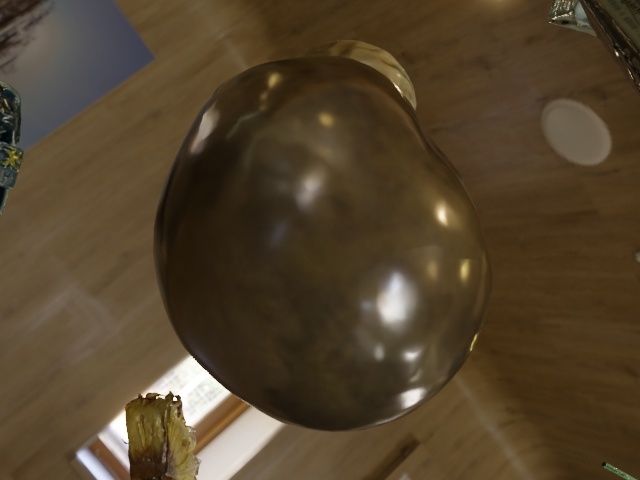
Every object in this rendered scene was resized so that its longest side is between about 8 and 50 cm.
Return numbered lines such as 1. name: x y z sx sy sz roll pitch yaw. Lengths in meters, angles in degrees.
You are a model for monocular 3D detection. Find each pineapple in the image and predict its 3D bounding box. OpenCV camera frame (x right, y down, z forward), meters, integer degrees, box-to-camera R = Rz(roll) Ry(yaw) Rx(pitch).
1. pineapple: -0.186 0.253 0.953 0.116 0.069 0.137 -74 145 -67

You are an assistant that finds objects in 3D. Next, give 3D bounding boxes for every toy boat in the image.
1. toy boat: -0.260 -0.056 0.609 0.061 0.137 0.060 7 -12 34

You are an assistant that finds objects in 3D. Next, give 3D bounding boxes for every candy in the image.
1. candy: 0.480 0.363 1.195 0.202 0.061 0.061 30 -6 -30

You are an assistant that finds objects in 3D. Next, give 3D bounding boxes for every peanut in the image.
1. peanut: -0.021 -0.125 0.794 0.298 0.136 0.120 -1 -77 48

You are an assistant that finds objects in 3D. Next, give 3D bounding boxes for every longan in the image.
1. longan: 0.000 0.000 0.396 0.167 0.167 0.187 110 -20 -70

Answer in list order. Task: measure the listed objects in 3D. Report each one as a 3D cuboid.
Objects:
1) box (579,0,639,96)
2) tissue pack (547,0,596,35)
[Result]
1. box: 0.370 -0.183 0.681 0.058 0.211 0.350 46 25 -37
2. tissue pack: 0.502 -0.444 1.184 0.228 0.311 0.128 16 6 -10
